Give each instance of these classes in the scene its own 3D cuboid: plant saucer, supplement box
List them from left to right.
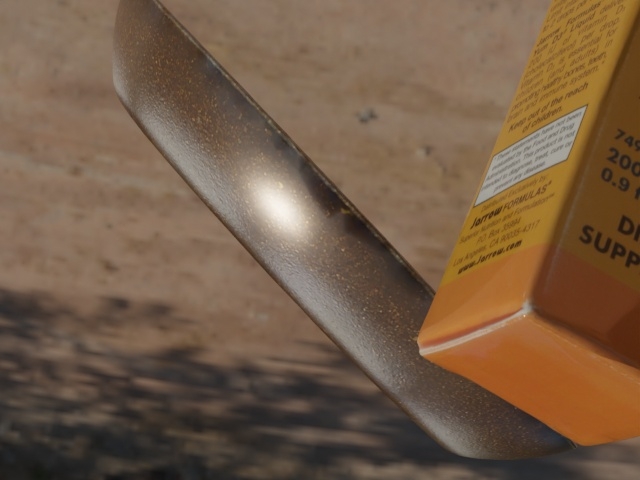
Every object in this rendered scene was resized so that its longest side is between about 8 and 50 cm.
[{"bbox_3d":[0.000,0.000,0.798,0.310,0.050,0.310,48,-179,-1],"label":"plant saucer"},{"bbox_3d":[0.117,-0.051,0.571,0.078,0.233,0.080,29,155,-14],"label":"supplement box"}]
